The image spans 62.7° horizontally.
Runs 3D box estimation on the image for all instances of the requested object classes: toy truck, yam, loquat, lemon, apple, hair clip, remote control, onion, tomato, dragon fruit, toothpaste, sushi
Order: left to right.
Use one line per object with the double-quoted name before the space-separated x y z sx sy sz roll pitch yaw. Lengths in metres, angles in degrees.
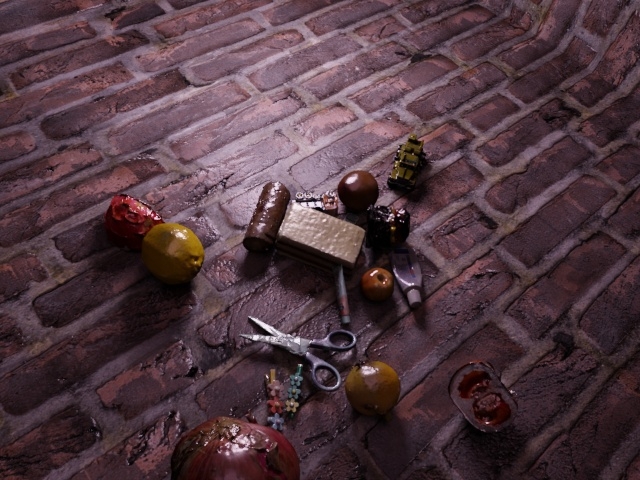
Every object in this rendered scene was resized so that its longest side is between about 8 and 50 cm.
"dragon fruit" -0.681 -0.055 1.909 0.261 0.163 0.189 19 82 6
"lemon" -0.508 0.045 1.814 0.260 0.204 0.204 34 57 30
"onion" -0.225 0.611 1.386 0.353 0.354 0.354 3 55 -5
"yam" -0.199 -0.084 1.992 0.131 0.131 0.280 14 56 3
"hair clip" -0.141 0.502 1.626 0.062 0.056 0.214 18 46 -36
"hair clip" -0.083 0.474 1.658 0.049 0.049 0.173 10 58 0
"toy truck" -0.024 -0.133 2.072 0.192 0.083 0.092 -4 55 -9
"toothpaste" 0.074 0.189 1.845 0.036 0.056 0.205 3 70 -37
"remote control" 0.104 -0.059 2.073 0.053 0.018 0.124 28 56 12
"loquat" 0.167 0.465 1.634 0.172 0.149 0.204 -20 74 -21
"apple" 0.203 0.155 1.883 0.126 0.102 0.126 4 54 -5
"sushi" 0.263 -0.058 2.005 0.150 0.153 0.172 5 13 13
"toothpaste" 0.324 0.128 1.950 0.099 0.068 0.282 23 38 -28
"toy truck" 0.374 -0.331 2.237 0.127 0.127 0.257 20 58 5
"tomato" 0.516 0.486 1.652 0.180 0.155 0.214 -35 67 12

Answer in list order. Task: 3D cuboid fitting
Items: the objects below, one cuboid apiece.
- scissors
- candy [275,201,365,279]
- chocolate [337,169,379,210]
"scissors" -0.084 0.341 1.743 0.383 0.029 0.256 18 41 12
"candy" 0.000 0.000 1.950 0.320 0.135 0.179 21 56 8
"chocolate" 0.146 -0.201 2.089 0.176 0.177 0.177 3 55 -5
